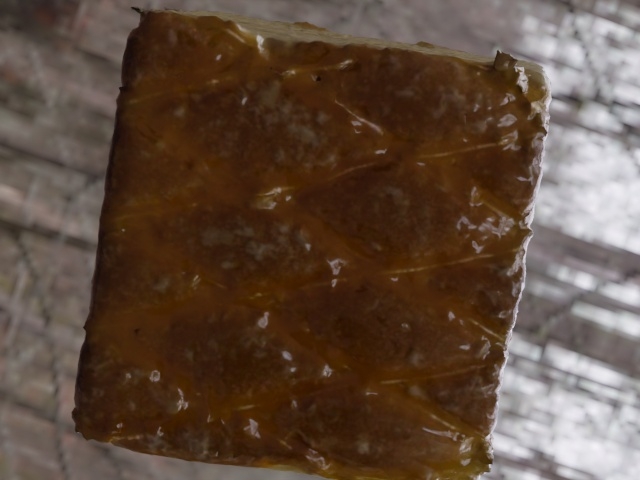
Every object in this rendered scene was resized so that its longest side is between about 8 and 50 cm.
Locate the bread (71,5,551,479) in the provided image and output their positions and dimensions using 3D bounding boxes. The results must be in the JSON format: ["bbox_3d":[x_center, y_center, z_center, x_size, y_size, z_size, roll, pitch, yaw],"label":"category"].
[{"bbox_3d":[0.000,0.000,1.265,0.207,0.279,0.279,-70,167,-82],"label":"bread"}]
